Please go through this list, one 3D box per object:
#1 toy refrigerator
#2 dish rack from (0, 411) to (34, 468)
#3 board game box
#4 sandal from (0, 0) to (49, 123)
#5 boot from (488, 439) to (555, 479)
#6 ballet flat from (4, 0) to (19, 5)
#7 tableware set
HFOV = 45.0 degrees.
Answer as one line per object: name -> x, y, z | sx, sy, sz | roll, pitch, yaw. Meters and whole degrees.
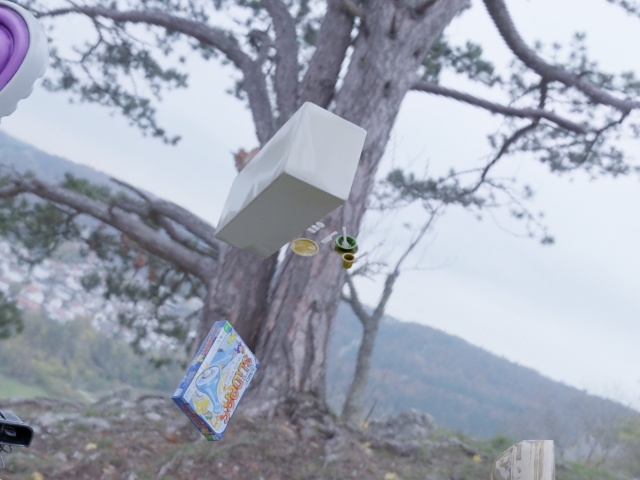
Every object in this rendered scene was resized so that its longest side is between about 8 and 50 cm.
toy refrigerator -> -0.044, -0.066, 1.013 | 0.094, 0.102, 0.269 | 24, -25, -17
dish rack -> -0.635, 0.399, 1.298 | 0.208, 0.271, 0.074 | 23, 7, -43
board game box -> -0.207, 0.280, 1.559 | 0.035, 0.201, 0.136 | -10, -53, 33
sandal -> -0.479, -0.113, 0.851 | 0.169, 0.416, 0.102 | 35, -6, 17
boot -> 0.328, 0.375, 1.130 | 0.089, 0.236, 0.269 | 45, 26, -5
ballet flat -> -0.478, -0.377, 1.133 | 0.058, 0.173, 0.049 | -10, -10, -27
tableware set -> 0.000, 0.000, 1.331 | 0.154, 0.024, 0.104 | 31, 43, 24
